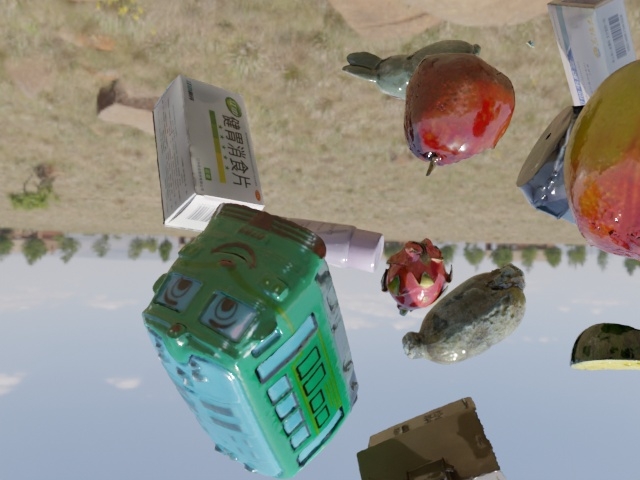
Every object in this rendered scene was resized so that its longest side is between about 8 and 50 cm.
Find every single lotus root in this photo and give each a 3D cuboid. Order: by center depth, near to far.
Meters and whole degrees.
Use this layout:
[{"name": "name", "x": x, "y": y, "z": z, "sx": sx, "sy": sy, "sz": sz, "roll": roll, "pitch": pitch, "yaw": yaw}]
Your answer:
[{"name": "lotus root", "x": 0.360, "y": 0.199, "z": 1.483, "sx": 0.350, "sy": 0.175, "sz": 0.175, "roll": -33, "pitch": -177, "yaw": -6}]

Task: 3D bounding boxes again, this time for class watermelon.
[{"name": "watermelon", "x": 0.507, "y": 0.183, "z": 1.052, "sx": 0.092, "sy": 0.075, "sz": 0.182, "roll": 24, "pitch": 157, "yaw": -31}]

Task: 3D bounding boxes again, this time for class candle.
[{"name": "candle", "x": 0.565, "y": -0.102, "z": 1.132, "sx": 0.343, "sy": 0.221, "sz": 0.221, "roll": 26, "pitch": -179, "yaw": 6}]

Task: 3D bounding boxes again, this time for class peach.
[{"name": "peach", "x": 0.372, "y": -0.080, "z": 0.645, "sx": 0.231, "sy": 0.230, "sz": 0.231, "roll": 1, "pitch": 179, "yaw": 0}]

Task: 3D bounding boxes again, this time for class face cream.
[{"name": "face cream", "x": 0.000, "y": 0.000, "z": 1.361, "sx": 0.274, "sy": 0.096, "sz": 0.154, "roll": 12, "pitch": -150, "yaw": 14}]

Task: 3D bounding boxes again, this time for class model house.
[{"name": "model house", "x": 0.154, "y": 0.337, "z": 0.779, "sx": 0.181, "sy": 0.176, "sz": 0.248, "roll": -24, "pitch": 178, "yaw": 10}]

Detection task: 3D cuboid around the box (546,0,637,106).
[{"name": "box", "x": 0.585, "y": -0.339, "z": 1.266, "sx": 0.065, "sy": 0.343, "sz": 0.200, "roll": -25, "pitch": -156, "yaw": 5}]

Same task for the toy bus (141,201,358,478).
[{"name": "toy bus", "x": -0.082, "y": 0.145, "z": 0.766, "sx": 0.184, "sy": 0.343, "sz": 0.199, "roll": 19, "pitch": -127, "yaw": 30}]

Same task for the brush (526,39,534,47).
[{"name": "brush", "x": 0.555, "y": -0.516, "z": 1.597, "sx": 0.016, "sy": 0.013, "sz": 0.084, "roll": 41, "pitch": -155, "yaw": 12}]

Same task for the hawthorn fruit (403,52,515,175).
[{"name": "hawthorn fruit", "x": 0.178, "y": -0.164, "z": 0.817, "sx": 0.148, "sy": 0.171, "sz": 0.148, "roll": 22, "pitch": 168, "yaw": 5}]

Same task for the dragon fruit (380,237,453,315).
[{"name": "dragon fruit", "x": 0.119, "y": 0.052, "z": 0.781, "sx": 0.086, "sy": 0.081, "sz": 0.116, "roll": 1, "pitch": 138, "yaw": -27}]

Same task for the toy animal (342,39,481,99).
[{"name": "toy animal", "x": 0.168, "y": -0.298, "z": 1.089, "sx": 0.236, "sy": 0.138, "sz": 0.108, "roll": 13, "pitch": 160, "yaw": 31}]

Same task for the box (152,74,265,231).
[{"name": "box", "x": -0.256, "y": -0.190, "z": 1.355, "sx": 0.173, "sy": 0.332, "sz": 0.145, "roll": 10, "pitch": 146, "yaw": -41}]
